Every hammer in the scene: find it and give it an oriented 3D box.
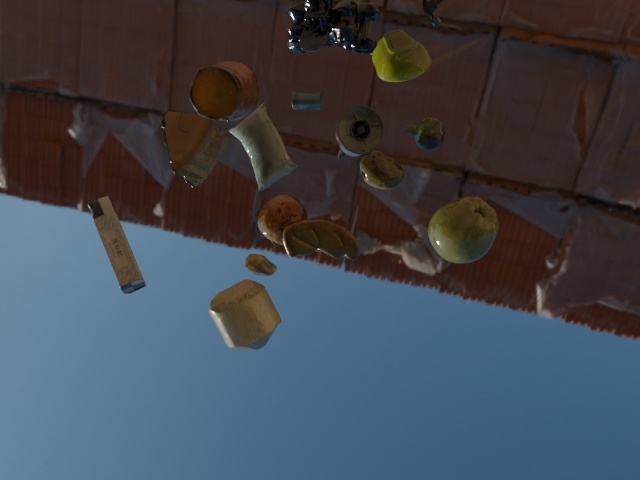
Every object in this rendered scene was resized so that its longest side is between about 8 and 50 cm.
[{"bbox_3d":[0.421,-0.751,1.688,0.111,0.287,0.033,58,-158,-2],"label":"hammer"}]

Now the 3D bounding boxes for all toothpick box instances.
[{"bbox_3d":[-0.038,-0.405,1.695,0.083,0.052,0.052,3,-162,10],"label":"toothpick box"}]

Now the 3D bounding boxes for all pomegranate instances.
[{"bbox_3d":[0.406,-0.405,2.258,0.159,0.130,0.129,-12,178,45],"label":"pomegranate"},{"bbox_3d":[-0.168,-0.086,2.636,0.248,0.249,0.248,11,-161,-4],"label":"pomegranate"}]

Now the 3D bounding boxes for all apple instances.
[{"bbox_3d":[0.407,-0.031,1.660,0.199,0.200,0.200,11,-161,-4],"label":"apple"}]

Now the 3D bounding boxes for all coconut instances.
[{"bbox_3d":[-0.267,0.286,2.128,0.239,0.244,0.239,-23,-162,8],"label":"coconut"}]

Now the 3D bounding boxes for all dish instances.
[{"bbox_3d":[0.309,-0.745,2.291,0.221,0.108,0.263,-19,-129,-4],"label":"dish"}]

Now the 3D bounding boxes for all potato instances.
[{"bbox_3d":[0.232,-0.265,2.232,0.176,0.137,0.137,42,-155,8],"label":"potato"}]

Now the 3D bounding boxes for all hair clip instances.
[{"bbox_3d":[0.020,-0.647,1.773,0.309,0.195,0.206,6,-177,24],"label":"hair clip"}]

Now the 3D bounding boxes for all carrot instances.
[{"bbox_3d":[-0.347,-0.546,2.148,0.224,0.224,0.341,13,-161,5],"label":"carrot"}]

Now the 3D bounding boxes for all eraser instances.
[{"bbox_3d":[-0.825,0.016,2.362,0.096,0.098,0.404,-24,-110,-15],"label":"eraser"}]

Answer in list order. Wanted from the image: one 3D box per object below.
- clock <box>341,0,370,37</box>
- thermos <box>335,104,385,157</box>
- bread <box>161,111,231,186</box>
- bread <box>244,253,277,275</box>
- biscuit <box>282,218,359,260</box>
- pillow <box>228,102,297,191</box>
[{"bbox_3d":[0.120,-0.761,1.945,0.029,0.235,0.235,7,-164,21],"label":"clock"},{"bbox_3d":[0.122,-0.343,1.872,0.146,0.176,0.265,40,180,-3],"label":"thermos"},{"bbox_3d":[-0.346,-0.249,1.511,0.160,0.169,0.140,33,-179,29],"label":"bread"},{"bbox_3d":[-0.267,0.114,2.581,0.106,0.082,0.125,13,158,42],"label":"bread"},{"bbox_3d":[0.002,-0.004,2.259,0.298,0.154,0.045,3,-163,2],"label":"biscuit"},{"bbox_3d":[-0.182,-0.288,1.802,0.254,0.144,0.078,63,-162,18],"label":"pillow"}]
